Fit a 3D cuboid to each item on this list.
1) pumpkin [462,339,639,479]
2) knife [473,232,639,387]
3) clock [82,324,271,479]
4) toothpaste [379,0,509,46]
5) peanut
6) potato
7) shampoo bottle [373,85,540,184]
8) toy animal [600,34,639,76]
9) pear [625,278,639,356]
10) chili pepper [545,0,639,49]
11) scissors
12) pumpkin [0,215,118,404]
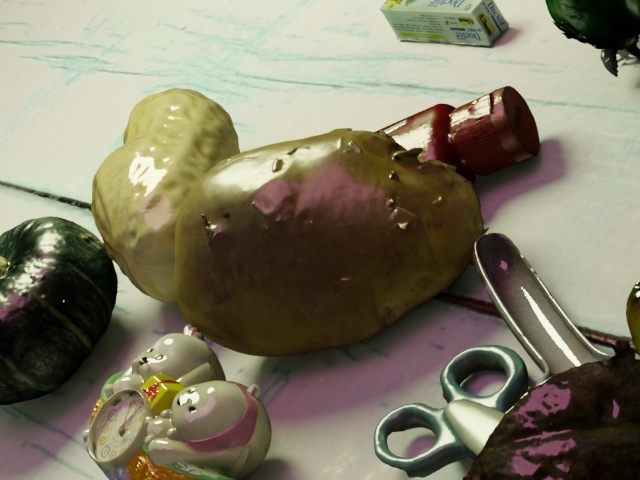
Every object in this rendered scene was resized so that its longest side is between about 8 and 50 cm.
[{"bbox_3d":[0.150,0.185,1.188,0.278,0.163,0.111,-28,27,-1],"label":"pumpkin"},{"bbox_3d":[0.169,0.072,1.470,0.123,0.053,0.278,-12,25,-11],"label":"knife"},{"bbox_3d":[-0.120,0.160,1.620,0.144,0.103,0.231,-54,39,2],"label":"clock"},{"bbox_3d":[0.126,-0.232,1.968,0.034,0.046,0.164,-46,29,-20],"label":"toothpaste"},{"bbox_3d":[-0.152,-0.058,1.925,0.152,0.152,0.313,-26,29,21],"label":"peanut"},{"bbox_3d":[0.000,0.000,1.660,0.296,0.141,0.192,-12,80,21],"label":"potato"},{"bbox_3d":[0.051,-0.054,1.767,0.314,0.076,0.118,-22,29,27],"label":"shampoo bottle"},{"bbox_3d":[0.277,-0.179,1.737,0.050,0.028,0.084,5,39,45],"label":"toy animal"},{"bbox_3d":[0.308,0.000,1.235,0.255,0.238,0.164,-24,38,21],"label":"pear"},{"bbox_3d":[0.297,-0.308,1.661,0.248,0.257,0.233,-12,22,24],"label":"chili pepper"},{"bbox_3d":[0.142,0.156,1.402,0.138,0.041,0.289,-36,27,-12],"label":"scissors"},{"bbox_3d":[-0.302,0.068,1.913,0.211,0.152,0.211,-39,31,29],"label":"pumpkin"}]
